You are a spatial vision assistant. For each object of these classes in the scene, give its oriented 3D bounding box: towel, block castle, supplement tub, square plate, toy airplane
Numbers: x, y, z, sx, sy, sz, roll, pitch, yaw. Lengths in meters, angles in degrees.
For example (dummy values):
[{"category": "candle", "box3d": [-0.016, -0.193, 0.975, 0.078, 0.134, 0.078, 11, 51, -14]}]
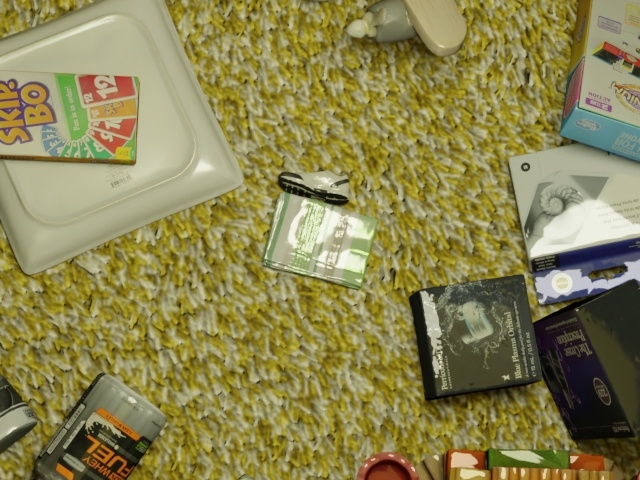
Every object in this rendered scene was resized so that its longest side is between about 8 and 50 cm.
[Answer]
[{"category": "towel", "box3d": [0.000, 0.000, 1.823, 0.152, 0.023, 0.113, 15, 84, -4]}, {"category": "block castle", "box3d": [0.272, 0.427, 1.651, 0.453, 0.213, 0.303, 0, 76, 3]}, {"category": "supplement tub", "box3d": [-0.305, 0.284, 1.694, 0.117, 0.117, 0.190, 34, 78, 0]}, {"category": "square plate", "box3d": [-0.332, -0.172, 1.806, 0.347, 0.049, 0.344, -24, 83, -10]}, {"category": "toy airplane", "box3d": [0.063, -0.460, 1.822, 0.384, 0.272, 0.386, 30, 41, -11]}]

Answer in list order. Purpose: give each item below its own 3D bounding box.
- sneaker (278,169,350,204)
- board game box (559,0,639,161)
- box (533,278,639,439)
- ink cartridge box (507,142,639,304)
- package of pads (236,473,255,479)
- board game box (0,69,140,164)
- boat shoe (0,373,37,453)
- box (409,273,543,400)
[{"category": "sneaker", "box3d": [-0.008, -0.085, 1.838, 0.109, 0.040, 0.043, 14, 62, -8]}, {"category": "board game box", "box3d": [0.489, -0.250, 1.843, 0.242, 0.064, 0.316, 18, 54, -3]}, {"category": "box", "box3d": [0.387, 0.171, 1.720, 0.103, 0.261, 0.184, -26, 84, -10]}, {"category": "ink cartridge box", "box3d": [0.403, -0.036, 1.833, 0.223, 0.045, 0.224, -13, 78, 7]}, {"category": "package of pads", "box3d": [-0.131, 0.496, 1.685, 0.296, 0.101, 0.229, -42, 87, -11]}, {"category": "board game box", "box3d": [-0.387, -0.174, 1.760, 0.259, 0.039, 0.124, 2, 79, -3]}, {"category": "boat shoe", "box3d": [-0.534, 0.290, 1.671, 0.306, 0.113, 0.105, -36, 79, -14]}, {"category": "box", "box3d": [0.220, 0.139, 1.793, 0.158, 0.093, 0.156, -8, 81, -7]}]
